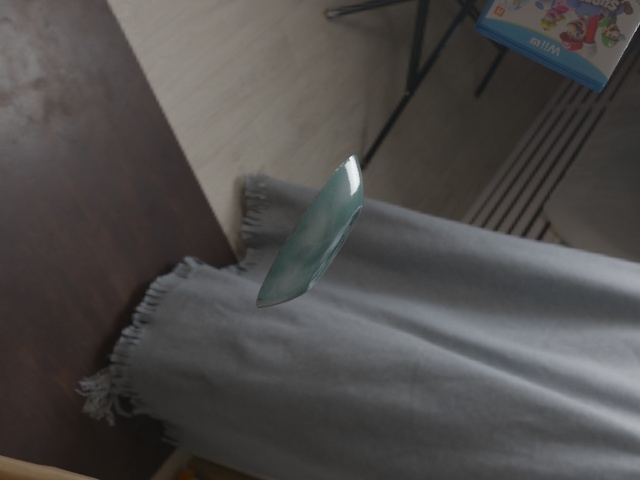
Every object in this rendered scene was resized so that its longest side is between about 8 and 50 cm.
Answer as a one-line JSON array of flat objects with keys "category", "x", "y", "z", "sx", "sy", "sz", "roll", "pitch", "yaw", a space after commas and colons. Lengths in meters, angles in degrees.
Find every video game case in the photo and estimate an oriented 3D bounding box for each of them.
[{"category": "video game case", "x": 0.222, "y": -0.223, "z": 0.706, "sx": 0.166, "sy": 0.119, "sz": 0.015, "roll": -60, "pitch": 172, "yaw": -5}]

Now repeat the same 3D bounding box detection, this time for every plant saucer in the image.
[{"category": "plant saucer", "x": 0.000, "y": 0.000, "z": 0.894, "sx": 0.195, "sy": 0.037, "sz": 0.195, "roll": -56, "pitch": 173, "yaw": -11}]

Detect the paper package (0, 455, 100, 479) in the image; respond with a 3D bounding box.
[{"category": "paper package", "x": -0.202, "y": 0.260, "z": 0.369, "sx": 0.168, "sy": 0.310, "sz": 0.324, "roll": 49, "pitch": 50, "yaw": -54}]
